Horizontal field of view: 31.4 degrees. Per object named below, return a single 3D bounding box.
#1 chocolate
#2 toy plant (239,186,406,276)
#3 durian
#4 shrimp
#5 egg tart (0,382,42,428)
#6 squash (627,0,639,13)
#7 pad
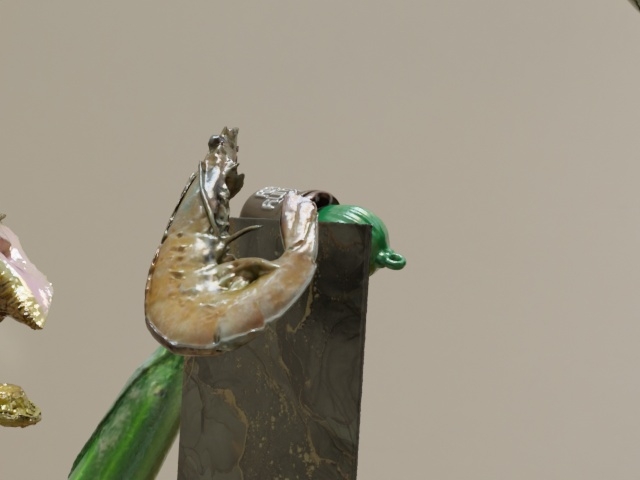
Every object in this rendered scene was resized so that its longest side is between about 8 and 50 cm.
[{"bbox_3d":[-0.220,0.224,1.444,0.291,0.110,0.110,-60,-27,4],"label":"chocolate"},{"bbox_3d":[0.000,0.000,1.313,0.143,0.200,0.105,-26,-50,-51],"label":"toy plant"},{"bbox_3d":[-0.310,0.025,1.000,0.140,0.224,0.078,-51,-46,-18],"label":"durian"},{"bbox_3d":[-0.066,-0.009,0.922,0.052,0.144,0.251,62,-156,-49],"label":"shrimp"},{"bbox_3d":[-0.434,0.219,1.521,0.130,0.130,0.052,7,-89,-63],"label":"egg tart"},{"bbox_3d":[0.380,-0.228,1.122,0.087,0.331,0.087,-11,-54,-15],"label":"squash"},{"bbox_3d":[-0.056,0.160,1.121,0.007,0.248,0.367,6,-93,-48],"label":"pad"}]
